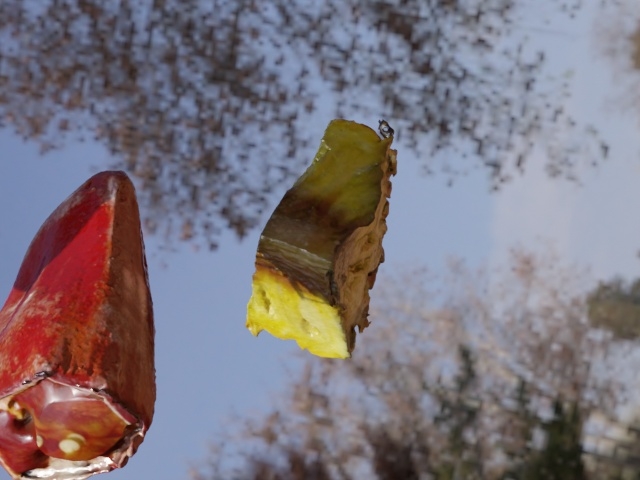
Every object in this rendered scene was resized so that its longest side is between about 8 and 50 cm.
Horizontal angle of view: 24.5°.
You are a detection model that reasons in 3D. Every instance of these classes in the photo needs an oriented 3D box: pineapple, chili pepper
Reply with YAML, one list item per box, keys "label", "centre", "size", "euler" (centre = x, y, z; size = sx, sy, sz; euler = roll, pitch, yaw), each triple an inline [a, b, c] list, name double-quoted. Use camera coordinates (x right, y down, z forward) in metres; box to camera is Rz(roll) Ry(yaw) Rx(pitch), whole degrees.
- label: "pineapple"
  centre: [0.000, 0.000, 1.368]
  size: [0.186, 0.114, 0.236]
  euler: [-46, -30, -71]
- label: "chili pepper"
  centre: [-0.187, 0.057, 1.118]
  size: [0.144, 0.136, 0.253]
  euler: [108, 168, -47]
